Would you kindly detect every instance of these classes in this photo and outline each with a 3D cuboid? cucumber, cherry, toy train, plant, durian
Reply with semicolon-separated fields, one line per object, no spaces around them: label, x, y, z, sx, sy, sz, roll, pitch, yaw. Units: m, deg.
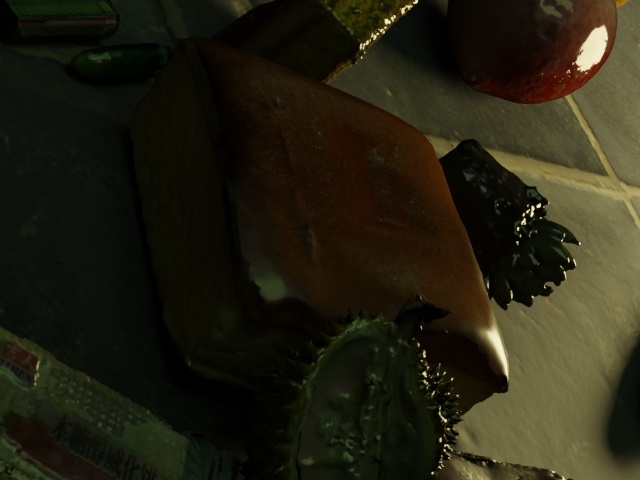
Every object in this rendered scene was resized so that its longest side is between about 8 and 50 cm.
cucumber;-0.180;-0.173;1.456;0.037;0.037;0.155;56;32;11
cherry;0.277;-0.291;1.992;0.239;0.206;0.239;45;28;-32
toy train;-0.254;-0.218;1.412;0.148;0.038;0.071;-13;66;-55
plant;0.180;-0.008;1.642;0.194;0.129;0.132;47;33;4
durian;0.017;0.140;1.208;0.193;0.237;0.138;22;5;-34

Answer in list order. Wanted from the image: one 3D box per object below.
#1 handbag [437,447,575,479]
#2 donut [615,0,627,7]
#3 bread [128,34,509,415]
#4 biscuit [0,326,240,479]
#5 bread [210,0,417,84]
handbag;0.167;0.294;1.351;0.216;0.074;0.203;17;43;-38
donut;0.406;-0.432;2.199;0.299;0.317;0.150;-44;105;-22
bread;0.000;0.000;1.393;0.333;0.143;0.323;18;42;-39
biscuit;-0.191;0.149;1.056;0.309;0.079;0.186;35;36;-20
bread;-0.015;-0.218;1.573;0.110;0.184;0.234;51;30;-8
